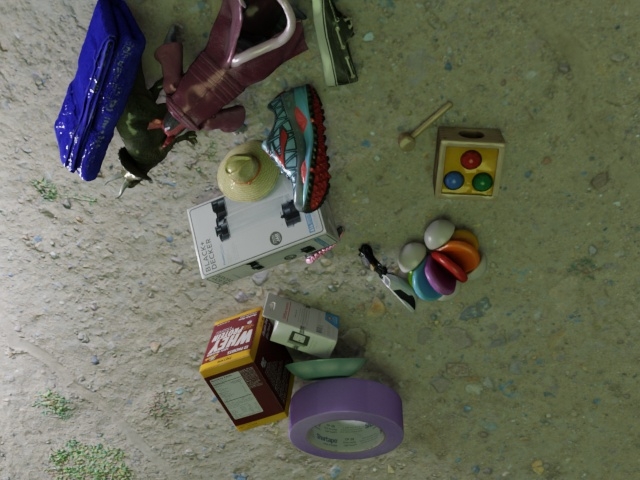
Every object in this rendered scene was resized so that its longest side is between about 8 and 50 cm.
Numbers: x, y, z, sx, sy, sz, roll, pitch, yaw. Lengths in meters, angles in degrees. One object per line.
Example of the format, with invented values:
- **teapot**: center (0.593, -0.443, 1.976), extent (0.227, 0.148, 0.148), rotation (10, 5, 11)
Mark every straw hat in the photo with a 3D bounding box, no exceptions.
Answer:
- **straw hat**: center (-0.161, -0.148, 1.507), extent (0.145, 0.061, 0.144), rotation (-5, 75, 20)

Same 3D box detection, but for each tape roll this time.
- **tape roll**: center (0.062, 0.436, 1.781), extent (0.275, 0.090, 0.274), rotation (1, 142, 1)

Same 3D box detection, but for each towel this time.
- **towel**: center (-0.435, -0.297, 1.404), extent (0.076, 0.227, 0.308), rotation (8, 124, -37)

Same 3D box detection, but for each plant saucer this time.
- **plant saucer**: center (0.014, 0.304, 1.723), extent (0.195, 0.195, 0.037), rotation (-7, 74, 9)

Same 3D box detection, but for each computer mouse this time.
- **computer mouse**: center (0.164, 0.088, 1.645), extent (0.042, 0.106, 0.193), rotation (-43, 121, 2)

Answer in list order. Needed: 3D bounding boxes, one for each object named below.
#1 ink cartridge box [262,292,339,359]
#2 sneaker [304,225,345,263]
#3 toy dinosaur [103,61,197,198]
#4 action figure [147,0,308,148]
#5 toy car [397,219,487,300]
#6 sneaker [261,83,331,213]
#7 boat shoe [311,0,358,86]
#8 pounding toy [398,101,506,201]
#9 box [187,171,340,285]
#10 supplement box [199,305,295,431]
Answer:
- **ink cartridge box**: center (-0.052, 0.198, 1.705), extent (0.180, 0.104, 0.060), rotation (20, 118, -5)
- **sneaker**: center (0.000, 0.000, 1.631), extent (0.119, 0.047, 0.057), rotation (-37, 98, 21)
- **toy dinosaur**: center (-0.346, -0.236, 1.458), extent (0.121, 0.160, 0.313), rotation (27, 129, 38)
- **action figure**: center (-0.174, -0.299, 1.360), extent (0.248, 0.275, 0.370), rotation (39, 101, -25)
- **toy car**: center (0.265, 0.060, 1.583), extent (0.159, 0.136, 0.182), rotation (41, 114, -17)
- **sneaker**: center (-0.052, -0.173, 1.463), extent (0.125, 0.104, 0.261), rotation (-9, 73, 21)
- **boat shoe**: center (0.029, -0.399, 1.392), extent (0.070, 0.077, 0.219), rotation (-6, 126, 9)
- **pounding toy**: center (0.259, -0.179, 1.477), extent (0.206, 0.094, 0.181), rotation (3, 119, 3)
- **box**: center (-0.123, -0.030, 1.548), extent (0.290, 0.087, 0.169), rotation (-19, 72, 16)
- **supplement box**: center (-0.163, 0.298, 1.720), extent (0.129, 0.191, 0.194), rotation (-20, 116, 15)
